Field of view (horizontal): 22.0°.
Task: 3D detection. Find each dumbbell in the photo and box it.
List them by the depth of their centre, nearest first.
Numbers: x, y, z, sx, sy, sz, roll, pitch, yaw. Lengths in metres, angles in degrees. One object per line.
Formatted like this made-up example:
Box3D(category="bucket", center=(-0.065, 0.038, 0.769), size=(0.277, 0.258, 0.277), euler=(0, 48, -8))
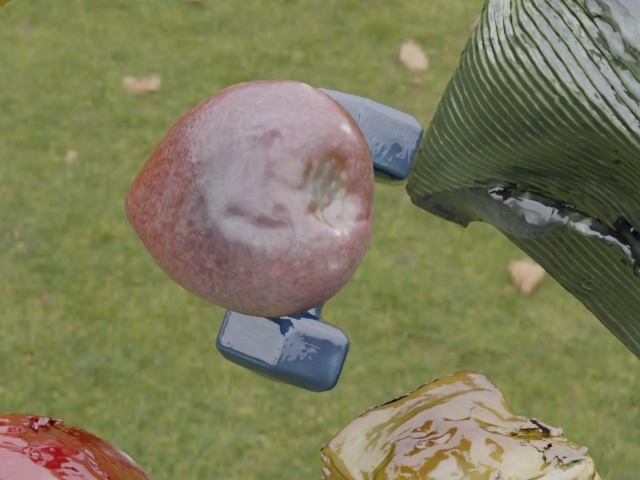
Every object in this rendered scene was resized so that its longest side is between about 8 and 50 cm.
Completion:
Box3D(category="dumbbell", center=(0.000, 0.000, 1.797), size=(0.160, 0.324, 0.144), euler=(17, -4, 34))

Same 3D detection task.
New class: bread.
Box3D(category="bread", center=(0.136, 0.275, 1.894), size=(0.277, 0.167, 0.324), euler=(-31, 17, -13))

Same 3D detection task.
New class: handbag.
Box3D(category="handbag", center=(0.223, -0.045, 0.945), size=(0.341, 0.240, 0.247), euler=(45, 49, 6))

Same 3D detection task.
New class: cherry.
Box3D(category="cherry", center=(-0.064, -0.038, 1.628), size=(0.206, 0.239, 0.239), euler=(-3, 34, -37))

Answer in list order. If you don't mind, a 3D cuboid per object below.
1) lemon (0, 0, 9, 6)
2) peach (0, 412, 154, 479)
Box3D(category="lemon", center=(-0.286, -0.221, 1.359), size=(0.092, 0.065, 0.065), euler=(3, 31, -37))
Box3D(category="peach", center=(-0.160, 0.171, 0.807), size=(0.154, 0.159, 0.267), euler=(47, 15, 2))
